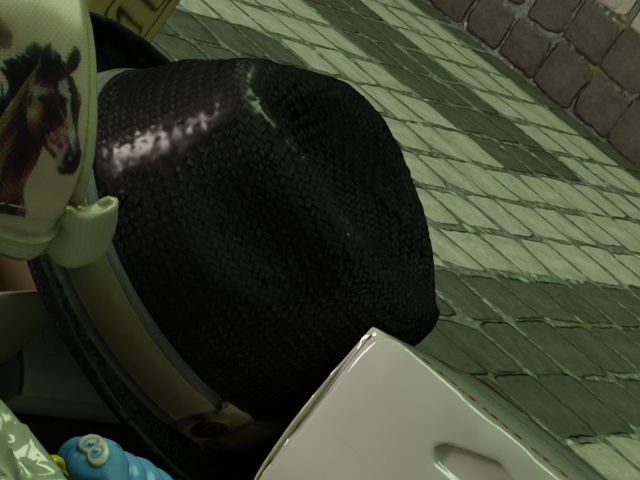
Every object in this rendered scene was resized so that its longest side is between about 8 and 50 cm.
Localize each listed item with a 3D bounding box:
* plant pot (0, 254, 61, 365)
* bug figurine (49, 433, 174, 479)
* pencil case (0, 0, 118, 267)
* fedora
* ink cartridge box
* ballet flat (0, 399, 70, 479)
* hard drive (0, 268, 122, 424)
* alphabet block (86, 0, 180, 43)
[{"bbox_3d":[-0.218,0.031,1.020,0.109,0.096,0.109,42,19,21],"label":"plant pot"},{"bbox_3d":[-0.019,0.192,0.892,0.279,0.072,0.216,43,1,30],"label":"bug figurine"},{"bbox_3d":[-0.282,-0.066,0.735,0.410,0.160,0.183,0,68,-30],"label":"pencil case"},{"bbox_3d":[-0.032,-0.009,1.089,0.334,0.152,0.334,50,28,-39],"label":"fedora"},{"bbox_3d":[0.104,0.169,1.081,0.207,0.117,0.283,40,3,20],"label":"ink cartridge box"},{"bbox_3d":[-0.211,0.090,0.836,0.409,0.147,0.147,43,19,32],"label":"ballet flat"},{"bbox_3d":[-0.098,0.022,1.203,0.307,0.040,0.203,14,58,-49],"label":"hard drive"},{"bbox_3d":[-0.235,-0.166,1.291,0.192,0.197,0.193,36,-2,7],"label":"alphabet block"}]
